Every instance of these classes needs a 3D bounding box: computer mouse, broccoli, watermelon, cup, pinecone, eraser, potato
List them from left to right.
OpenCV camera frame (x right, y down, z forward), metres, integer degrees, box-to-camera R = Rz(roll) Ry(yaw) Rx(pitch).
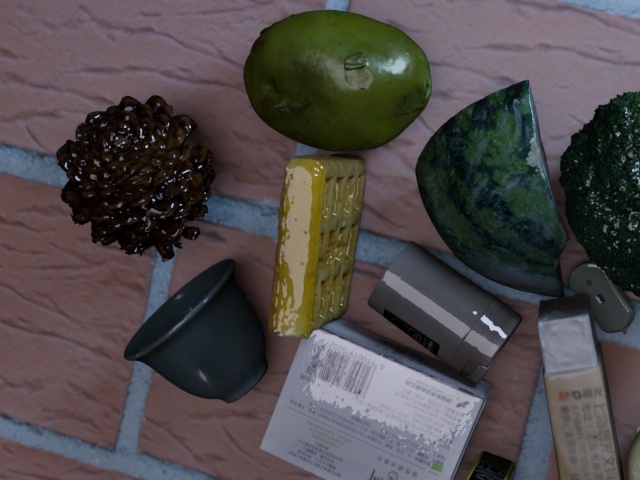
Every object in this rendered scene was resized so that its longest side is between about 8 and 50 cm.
[{"bbox_3d":[-0.247,-0.075,1.687,0.221,0.221,0.222,1,95,15],"label":"pinecone"},{"bbox_3d":[-0.149,0.144,1.704,0.199,0.199,0.150,-38,103,14],"label":"cup"},{"bbox_3d":[0.019,-0.210,1.632,0.253,0.148,0.186,-2,92,16],"label":"potato"},{"bbox_3d":[0.240,-0.046,1.589,0.176,0.256,0.260,-8,83,-29],"label":"watermelon"},{"bbox_3d":[0.335,0.248,1.571,0.078,0.144,0.344,-9,96,13],"label":"eraser"},{"bbox_3d":[0.371,0.074,1.620,0.056,0.032,0.110,-33,92,26],"label":"computer mouse"},{"bbox_3d":[0.433,-0.057,1.505,0.297,0.297,0.298,-23,88,-23],"label":"broccoli"}]

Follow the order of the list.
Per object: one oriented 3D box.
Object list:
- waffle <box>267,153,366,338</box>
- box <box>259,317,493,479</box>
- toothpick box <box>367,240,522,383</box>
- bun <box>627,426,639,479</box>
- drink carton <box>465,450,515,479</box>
[{"bbox_3d":[0.000,0.000,1.601,0.055,0.248,0.221,9,98,15],"label":"waffle"},{"bbox_3d":[0.075,0.237,1.670,0.260,0.111,0.195,23,100,10],"label":"box"},{"bbox_3d":[0.165,0.095,1.636,0.180,0.111,0.111,36,102,11],"label":"toothpick box"},{"bbox_3d":[0.497,0.293,1.554,0.229,0.145,0.229,0,67,-1],"label":"bun"},{"bbox_3d":[0.213,0.332,1.612,0.056,0.165,0.071,17,99,13],"label":"drink carton"}]
